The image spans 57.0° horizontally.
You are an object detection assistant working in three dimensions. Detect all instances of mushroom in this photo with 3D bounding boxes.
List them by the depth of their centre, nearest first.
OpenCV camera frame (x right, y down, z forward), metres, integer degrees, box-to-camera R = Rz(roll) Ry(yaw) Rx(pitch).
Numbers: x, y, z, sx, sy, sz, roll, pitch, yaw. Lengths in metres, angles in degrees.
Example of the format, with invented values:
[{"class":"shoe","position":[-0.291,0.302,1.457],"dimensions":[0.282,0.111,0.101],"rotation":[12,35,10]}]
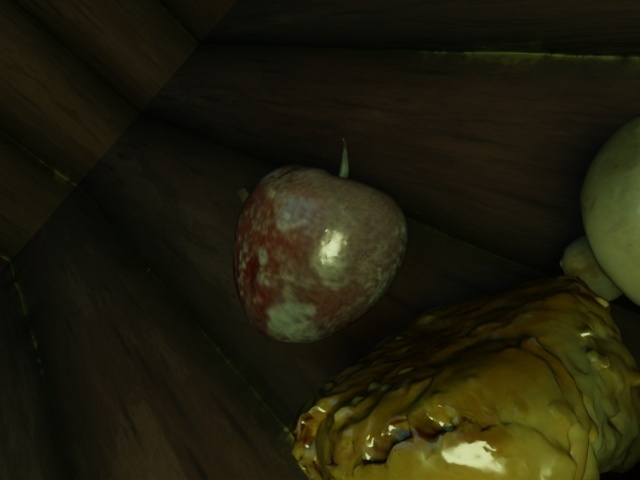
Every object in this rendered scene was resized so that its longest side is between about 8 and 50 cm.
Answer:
[{"class":"mushroom","position":[0.317,-0.002,0.510],"dimensions":[0.206,0.206,0.209],"rotation":[-114,30,-53]}]

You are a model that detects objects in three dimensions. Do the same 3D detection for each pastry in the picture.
[{"class":"pastry","position":[0.134,0.149,0.497],"dimensions":[0.310,0.162,0.255],"rotation":[-23,5,-39]}]

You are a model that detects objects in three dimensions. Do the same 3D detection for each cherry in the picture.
[{"class":"cherry","position":[0.000,0.000,0.795],"dimensions":[0.236,0.212,0.286],"rotation":[8,79,62]}]

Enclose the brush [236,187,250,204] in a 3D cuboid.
[{"class":"brush","position":[-0.082,-0.026,1.039],"dimensions":[0.065,0.070,0.327],"rotation":[-29,33,-7]}]
